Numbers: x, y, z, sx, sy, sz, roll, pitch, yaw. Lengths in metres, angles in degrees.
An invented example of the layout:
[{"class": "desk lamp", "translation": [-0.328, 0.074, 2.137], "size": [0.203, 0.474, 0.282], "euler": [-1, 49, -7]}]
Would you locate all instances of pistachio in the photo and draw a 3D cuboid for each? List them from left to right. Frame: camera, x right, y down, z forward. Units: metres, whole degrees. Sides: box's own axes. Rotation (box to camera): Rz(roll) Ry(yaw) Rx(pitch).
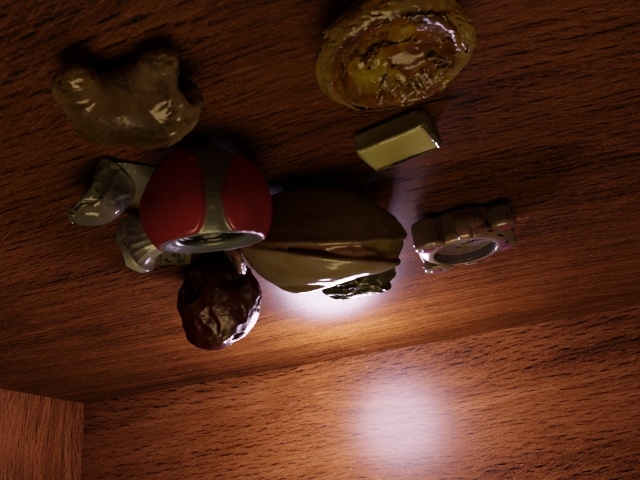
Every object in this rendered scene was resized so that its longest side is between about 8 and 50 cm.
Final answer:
[{"class": "pistachio", "translation": [0.000, 0.000, 1.560], "size": [0.446, 0.281, 0.365], "euler": [3, -172, 6]}]

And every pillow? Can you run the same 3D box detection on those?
[{"class": "pillow", "translation": [-0.260, -0.003, 1.596], "size": [0.034, 0.211, 0.135], "euler": [-31, 160, -18]}]

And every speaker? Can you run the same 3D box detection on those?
[{"class": "speaker", "translation": [-0.246, -0.076, 1.339], "size": [0.295, 0.294, 0.294], "euler": [-5, 156, -2]}]

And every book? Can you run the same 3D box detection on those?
[{"class": "book", "translation": [-0.497, 0.039, 1.843], "size": [0.193, 0.013, 0.168], "euler": [0, 156, -13]}]

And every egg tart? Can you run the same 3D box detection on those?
[{"class": "egg tart", "translation": [0.124, -0.339, 1.037], "size": [0.291, 0.115, 0.290], "euler": [-7, 158, -3]}]

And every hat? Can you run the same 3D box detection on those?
[{"class": "hat", "translation": [-0.465, -0.089, 1.431], "size": [0.245, 0.149, 0.214], "euler": [16, 150, -21]}]

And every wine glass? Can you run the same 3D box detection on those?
[{"class": "wine glass", "translation": [-0.416, -0.013, 1.579], "size": [0.197, 0.164, 0.165], "euler": [-17, 154, 10]}]

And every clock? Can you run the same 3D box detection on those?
[{"class": "clock", "translation": [0.450, -0.008, 1.862], "size": [0.310, 0.114, 0.284], "euler": [-14, 154, 13]}]

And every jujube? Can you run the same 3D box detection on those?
[{"class": "jujube", "translation": [-0.343, 0.217, 1.985], "size": [0.277, 0.276, 0.377], "euler": [2, 156, -18]}]

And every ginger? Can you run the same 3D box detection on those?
[{"class": "ginger", "translation": [-0.356, -0.258, 1.081], "size": [0.276, 0.130, 0.221], "euler": [-27, 141, 27]}]

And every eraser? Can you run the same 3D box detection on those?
[{"class": "eraser", "translation": [0.178, -0.228, 1.363], "size": [0.172, 0.058, 0.117], "euler": [-19, 153, 25]}]

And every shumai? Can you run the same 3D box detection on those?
[{"class": "shumai", "translation": [0.098, 0.074, 1.925], "size": [0.256, 0.189, 0.218], "euler": [-16, 133, 23]}]

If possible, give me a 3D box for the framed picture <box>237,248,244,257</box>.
[{"class": "framed picture", "translation": [-0.098, 0.050, 1.954], "size": [0.232, 0.024, 0.315], "euler": [-17, 154, 21]}]
